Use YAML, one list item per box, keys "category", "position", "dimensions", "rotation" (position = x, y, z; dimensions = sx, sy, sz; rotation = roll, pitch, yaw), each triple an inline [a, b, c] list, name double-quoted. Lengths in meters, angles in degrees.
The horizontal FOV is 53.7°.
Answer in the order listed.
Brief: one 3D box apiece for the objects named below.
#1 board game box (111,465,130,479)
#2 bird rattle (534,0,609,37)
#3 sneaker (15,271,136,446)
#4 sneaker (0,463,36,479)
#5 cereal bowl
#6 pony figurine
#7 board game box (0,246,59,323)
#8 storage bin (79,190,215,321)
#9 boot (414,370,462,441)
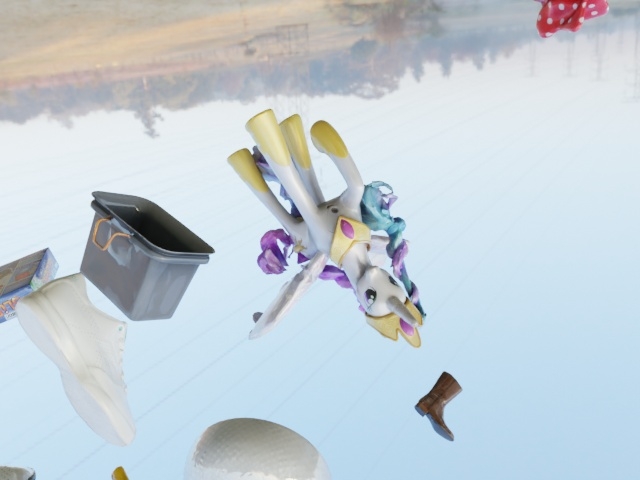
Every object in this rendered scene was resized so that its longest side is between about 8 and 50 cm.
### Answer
- category: "board game box"
  position: [-0.395, 0.515, 0.882]
  dimensions: [0.390, 0.390, 0.050]
  rotation: [-26, -131, -21]
- category: "bird rattle"
  position: [0.285, -0.397, 0.844]
  dimensions: [0.143, 0.253, 0.207]
  rotation: [-46, -137, -8]
- category: "sneaker"
  position: [-0.253, 0.136, 0.729]
  dimensions: [0.080, 0.212, 0.094]
  rotation: [-8, -158, 40]
- category: "sneaker"
  position: [-0.612, 0.428, 1.053]
  dimensions: [0.297, 0.129, 0.111]
  rotation: [-15, -132, 15]
- category: "cereal bowl"
  position: [-0.151, 0.562, 1.395]
  dimensions: [0.339, 0.339, 0.141]
  rotation: [0, -153, 12]
- category: "pony figurine"
  position: [0.000, 0.000, 0.947]
  dimensions: [0.303, 0.363, 0.351]
  rotation: [-31, -178, -18]
- category: "board game box"
  position: [-0.452, 0.082, 0.819]
  dimensions: [0.201, 0.035, 0.136]
  rotation: [-22, -156, -4]
- category: "storage bin"
  position: [-0.192, 0.019, 0.653]
  dimensions: [0.135, 0.091, 0.098]
  rotation: [32, -165, 31]
- category: "boot"
  position: [0.263, 0.337, 1.296]
  dimensions: [0.114, 0.037, 0.106]
  rotation: [-38, -101, -30]
